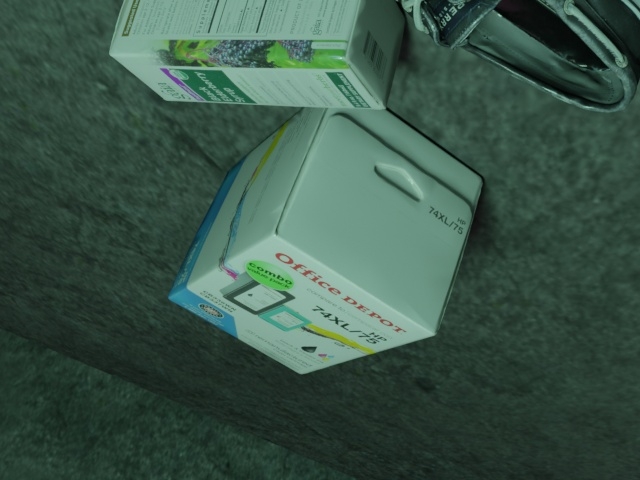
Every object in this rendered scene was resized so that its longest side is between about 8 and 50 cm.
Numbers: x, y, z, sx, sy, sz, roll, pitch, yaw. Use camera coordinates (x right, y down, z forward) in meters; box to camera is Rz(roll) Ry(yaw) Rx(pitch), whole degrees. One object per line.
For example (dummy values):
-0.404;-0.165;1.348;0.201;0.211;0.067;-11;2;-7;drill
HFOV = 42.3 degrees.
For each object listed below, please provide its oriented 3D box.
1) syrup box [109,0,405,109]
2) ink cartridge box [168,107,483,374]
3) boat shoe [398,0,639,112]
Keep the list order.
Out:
-0.057;-0.178;0.723;0.237;0.096;0.093;6;164;26;syrup box
0.000;0.000;0.903;0.198;0.197;0.270;32;150;-18;ink cartridge box
0.106;-0.189;0.599;0.301;0.102;0.108;29;151;-12;boat shoe
